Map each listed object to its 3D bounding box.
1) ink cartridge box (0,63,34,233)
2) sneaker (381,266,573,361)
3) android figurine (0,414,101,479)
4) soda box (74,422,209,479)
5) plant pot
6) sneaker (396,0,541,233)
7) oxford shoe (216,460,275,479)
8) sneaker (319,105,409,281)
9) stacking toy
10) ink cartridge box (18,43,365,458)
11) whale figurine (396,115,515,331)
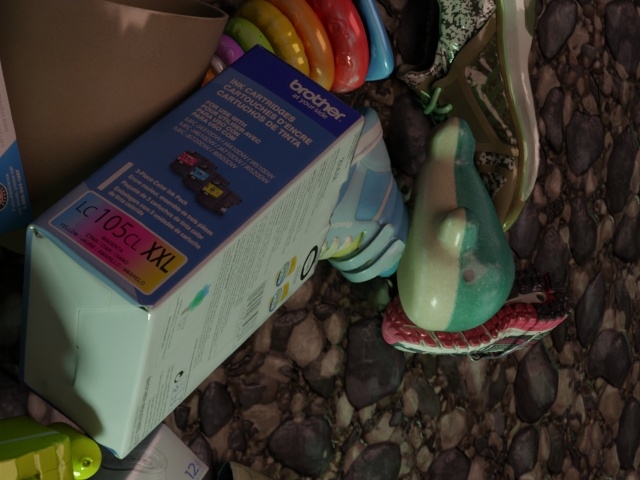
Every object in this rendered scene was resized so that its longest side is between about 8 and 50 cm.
[{"bbox_3d":[-0.419,-0.069,1.292,0.232,0.168,0.171,-21,108,-39],"label":"ink cartridge box"},{"bbox_3d":[0.213,0.121,1.941,0.299,0.112,0.121,-3,52,-32],"label":"sneaker"},{"bbox_3d":[-0.331,0.214,1.315,0.248,0.273,0.056,-9,97,-28],"label":"android figurine"},{"bbox_3d":[-0.250,0.330,1.535,0.091,0.098,0.286,51,62,-33],"label":"soda box"},{"bbox_3d":[-0.249,-0.125,1.418,0.256,0.256,0.274,3,108,-43],"label":"plant pot"},{"bbox_3d":[0.187,-0.201,1.897,0.182,0.158,0.410,-6,101,-11],"label":"sneaker"},{"bbox_3d":[-0.141,0.432,1.610,0.146,0.140,0.397,38,46,-11],"label":"oxford shoe"},{"bbox_3d":[0.000,0.000,1.717,0.319,0.127,0.208,-43,120,-31],"label":"sneaker"},{"bbox_3d":[-0.078,-0.206,1.625,0.302,0.175,0.166,-30,111,-25],"label":"stacking toy"},{"bbox_3d":[-0.110,-0.008,1.405,0.395,0.151,0.270,-42,162,-36],"label":"ink cartridge box"},{"bbox_3d":[0.181,-0.018,1.802,0.141,0.216,0.272,5,85,-8],"label":"whale figurine"}]
